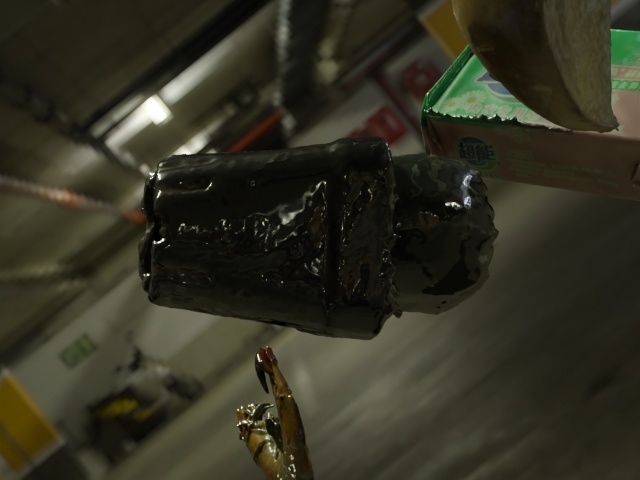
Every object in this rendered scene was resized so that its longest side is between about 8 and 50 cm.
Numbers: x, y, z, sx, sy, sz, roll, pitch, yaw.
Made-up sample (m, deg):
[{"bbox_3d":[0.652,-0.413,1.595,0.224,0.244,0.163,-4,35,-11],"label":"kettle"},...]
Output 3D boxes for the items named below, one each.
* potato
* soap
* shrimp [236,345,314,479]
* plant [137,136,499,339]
[{"bbox_3d":[0.115,-0.185,1.023,0.120,0.261,0.100,9,21,34],"label":"potato"},{"bbox_3d":[0.255,-0.131,1.636,0.273,0.098,0.218,12,48,38],"label":"soap"},{"bbox_3d":[-0.044,0.137,1.337,0.034,0.124,0.178,-14,22,-13],"label":"shrimp"},{"bbox_3d":[0.000,0.000,1.193,0.256,0.142,0.164,-1,-2,-10],"label":"plant"}]
